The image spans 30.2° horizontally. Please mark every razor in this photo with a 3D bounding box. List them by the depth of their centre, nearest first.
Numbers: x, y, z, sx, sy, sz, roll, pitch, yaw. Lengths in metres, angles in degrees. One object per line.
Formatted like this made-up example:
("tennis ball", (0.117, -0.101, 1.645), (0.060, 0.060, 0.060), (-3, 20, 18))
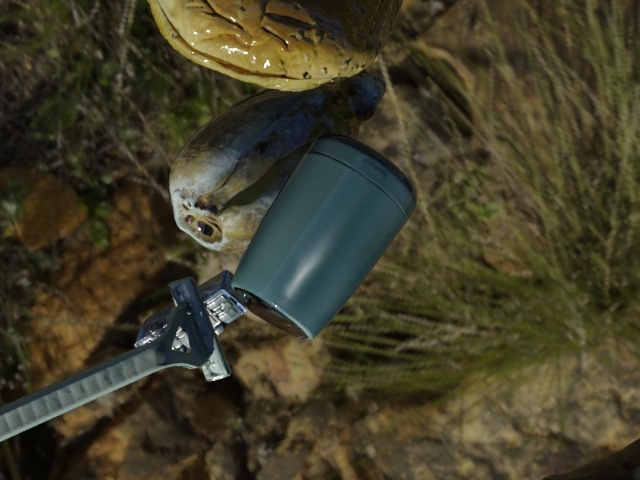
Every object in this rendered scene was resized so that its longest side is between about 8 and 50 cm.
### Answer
("razor", (-0.227, 0.140, 1.167), (0.277, 0.056, 0.111), (-25, 99, -23))

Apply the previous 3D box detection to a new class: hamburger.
("hamburger", (-0.064, -0.260, 1.296), (0.308, 0.211, 0.132), (18, 144, -7))

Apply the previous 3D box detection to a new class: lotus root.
("lotus root", (-0.048, -0.107, 1.437), (0.322, 0.158, 0.140), (-39, -175, -33))

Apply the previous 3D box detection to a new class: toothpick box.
("toothpick box", (0.000, 0.000, 1.139), (0.184, 0.120, 0.120), (-57, 142, -13))

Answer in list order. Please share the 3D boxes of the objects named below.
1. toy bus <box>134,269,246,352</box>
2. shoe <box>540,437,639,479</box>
("toy bus", (-0.155, 0.093, 1.434), (0.153, 0.061, 0.051), (-31, 117, 29))
("shoe", (0.363, 0.334, 1.391), (0.171, 0.237, 0.384), (96, 18, -54))
